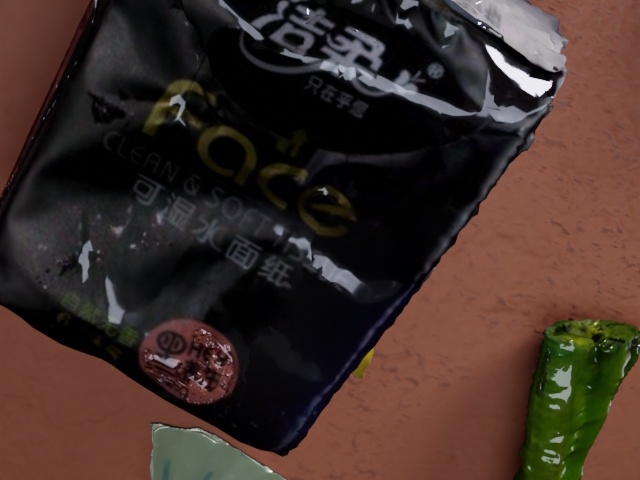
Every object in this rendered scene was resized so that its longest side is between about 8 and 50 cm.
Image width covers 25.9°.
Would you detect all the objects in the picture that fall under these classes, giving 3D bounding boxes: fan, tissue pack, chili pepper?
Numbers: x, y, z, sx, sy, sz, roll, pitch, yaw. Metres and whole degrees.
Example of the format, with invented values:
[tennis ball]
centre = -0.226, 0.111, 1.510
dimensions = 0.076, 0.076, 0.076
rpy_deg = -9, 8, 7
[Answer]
[fan]
centre = -0.075, 0.233, 1.104
dimensions = 0.131, 0.009, 0.240
rpy_deg = -14, 120, 7
[tissue pack]
centre = -0.041, -0.047, 0.809
dimensions = 0.245, 0.123, 0.332
rpy_deg = 30, 119, -8
[chili pepper]
centre = 0.153, 0.210, 1.054
dimensions = 0.085, 0.076, 0.359
rpy_deg = -2, 125, -28

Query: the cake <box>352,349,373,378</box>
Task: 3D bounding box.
[cake]
centre = 0.000, 0.003, 0.923
dimensions = 0.116, 0.080, 0.185
rpy_deg = 15, 125, -11
